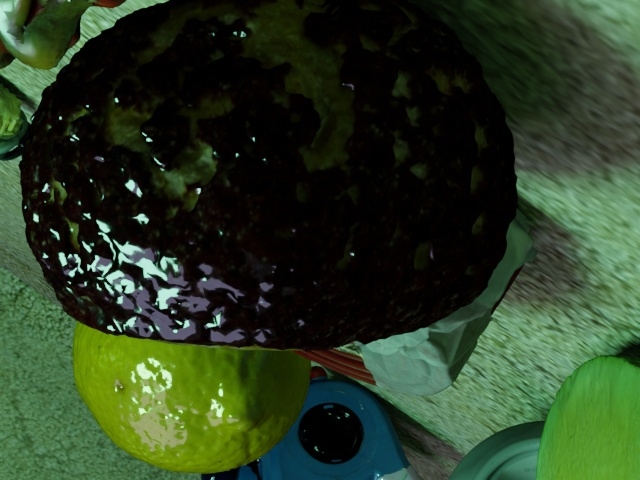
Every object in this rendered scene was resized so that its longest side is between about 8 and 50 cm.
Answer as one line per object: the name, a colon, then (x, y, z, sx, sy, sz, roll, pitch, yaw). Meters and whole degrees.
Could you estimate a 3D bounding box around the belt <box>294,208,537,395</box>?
belt: (0.000, 0.000, 0.883, 0.227, 0.115, 0.324, 39, 164, -27)

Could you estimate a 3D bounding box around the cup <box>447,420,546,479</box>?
cup: (0.212, 0.292, 1.211, 0.205, 0.205, 0.312, 28, 164, 19)

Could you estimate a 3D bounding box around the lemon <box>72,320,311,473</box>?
lemon: (-0.122, 0.119, 1.308, 0.253, 0.228, 0.228, 23, 163, 39)

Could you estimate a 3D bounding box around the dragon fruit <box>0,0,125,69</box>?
dragon fruit: (-0.109, -0.159, 0.563, 0.133, 0.208, 0.150, 42, -147, 21)

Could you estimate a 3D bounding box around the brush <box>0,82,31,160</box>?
brush: (-0.398, -0.186, 1.261, 0.297, 0.068, 0.060, 35, 146, 0)

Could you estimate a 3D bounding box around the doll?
doll: (-0.008, 0.297, 1.671, 0.284, 0.240, 0.310, 2, 151, -7)

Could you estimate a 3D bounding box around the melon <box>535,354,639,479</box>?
melon: (0.233, 0.158, 0.896, 0.196, 0.124, 0.323, 37, 172, -8)

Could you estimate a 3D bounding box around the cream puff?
cream puff: (-0.024, -0.038, 0.633, 0.239, 0.165, 0.239, 0, -171, 0)
